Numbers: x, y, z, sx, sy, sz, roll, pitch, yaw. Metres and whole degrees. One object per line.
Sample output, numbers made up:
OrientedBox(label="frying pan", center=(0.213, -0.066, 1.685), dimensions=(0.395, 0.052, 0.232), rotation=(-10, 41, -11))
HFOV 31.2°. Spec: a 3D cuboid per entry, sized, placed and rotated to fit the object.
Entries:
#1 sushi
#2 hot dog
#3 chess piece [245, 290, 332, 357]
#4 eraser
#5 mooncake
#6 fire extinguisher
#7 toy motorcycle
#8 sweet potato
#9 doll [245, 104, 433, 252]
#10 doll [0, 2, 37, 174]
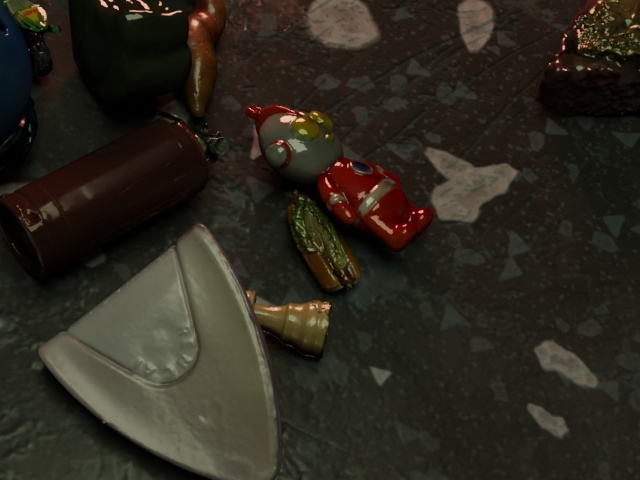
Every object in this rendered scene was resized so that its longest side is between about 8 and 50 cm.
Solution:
OrientedBox(label="sushi", center=(0.367, -0.249, 1.451), dimensions=(0.241, 0.107, 0.161), rotation=(-5, 55, -15))
OrientedBox(label="hot dog", center=(0.000, 0.000, 1.245), dimensions=(0.056, 0.041, 0.133), rotation=(-20, 64, -23))
OrientedBox(label="chess piece", center=(-0.076, 0.076, 1.175), dimensions=(0.171, 0.060, 0.060), rotation=(11, 56, -2))
OrientedBox(label="eraser", center=(-0.124, 0.138, 1.108), dimensions=(0.204, 0.059, 0.243), rotation=(-37, 82, -5))
OrientedBox(label="mooncake", center=(-0.215, -0.238, 1.282), dimensions=(0.104, 0.168, 0.175), rotation=(-19, 78, -24))
OrientedBox(label="fire extinguisher", center=(-0.207, -0.064, 1.215), dimensions=(0.269, 0.105, 0.105), rotation=(-33, 69, -27))
OrientedBox(label="toy motorcycle", center=(-0.359, -0.274, 1.308), dimensions=(0.074, 0.106, 0.190), rotation=(-27, 65, -25))
OrientedBox(label="sweet potato", center=(-0.145, -0.230, 1.356), dimensions=(0.055, 0.058, 0.202), rotation=(-3, 57, 9))
OrientedBox(label="doll", center=(0.013, -0.080, 1.279), dimensions=(0.245, 0.076, 0.142), rotation=(40, 30, 10))
OrientedBox(label="doll", center=(-0.427, -0.142, 1.136), dimensions=(0.284, 0.240, 0.310), rotation=(48, 47, -27))
